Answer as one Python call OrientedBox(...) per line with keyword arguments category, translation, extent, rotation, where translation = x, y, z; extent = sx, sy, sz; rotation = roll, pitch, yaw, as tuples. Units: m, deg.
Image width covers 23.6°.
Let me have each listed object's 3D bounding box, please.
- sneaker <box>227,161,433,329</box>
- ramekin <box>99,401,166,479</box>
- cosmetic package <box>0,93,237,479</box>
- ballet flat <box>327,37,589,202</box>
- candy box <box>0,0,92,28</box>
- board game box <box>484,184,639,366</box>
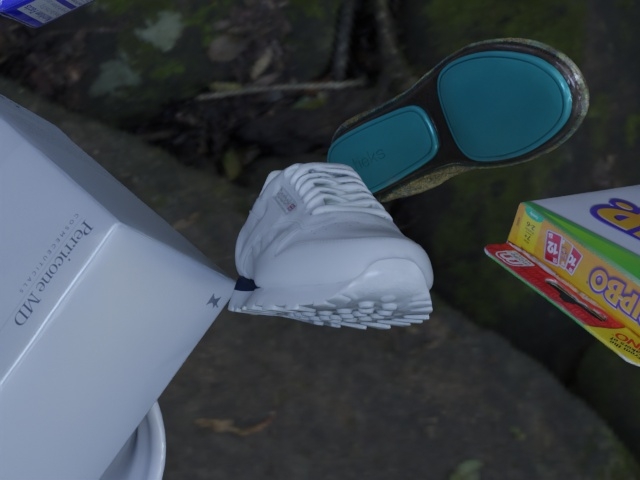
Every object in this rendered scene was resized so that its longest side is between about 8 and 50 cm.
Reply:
OrientedBox(category="sneaker", translation=(0.000, 0.000, 0.854), extent=(0.090, 0.235, 0.094), rotation=(11, 86, -19))
OrientedBox(category="ramekin", translation=(-0.275, 0.160, 1.381), extent=(0.277, 0.135, 0.277), rotation=(-1, 109, -2))
OrientedBox(category="cosmetic package", translation=(-0.217, 0.043, 0.997), extent=(0.224, 0.225, 0.138), rotation=(-54, 146, 3))
OrientedBox(category="ballet flat", translation=(0.145, -0.121, 1.471), extent=(0.123, 0.348, 0.123), rotation=(11, 71, -35))
OrientedBox(category="candy box", translation=(-0.131, -0.335, 1.067), extent=(0.317, 0.122, 0.268), rotation=(-25, 88, 2))
OrientedBox(category="board game box", translation=(0.222, 0.008, 0.854), extent=(0.259, 0.124, 0.039), rotation=(-11, 126, -36))
